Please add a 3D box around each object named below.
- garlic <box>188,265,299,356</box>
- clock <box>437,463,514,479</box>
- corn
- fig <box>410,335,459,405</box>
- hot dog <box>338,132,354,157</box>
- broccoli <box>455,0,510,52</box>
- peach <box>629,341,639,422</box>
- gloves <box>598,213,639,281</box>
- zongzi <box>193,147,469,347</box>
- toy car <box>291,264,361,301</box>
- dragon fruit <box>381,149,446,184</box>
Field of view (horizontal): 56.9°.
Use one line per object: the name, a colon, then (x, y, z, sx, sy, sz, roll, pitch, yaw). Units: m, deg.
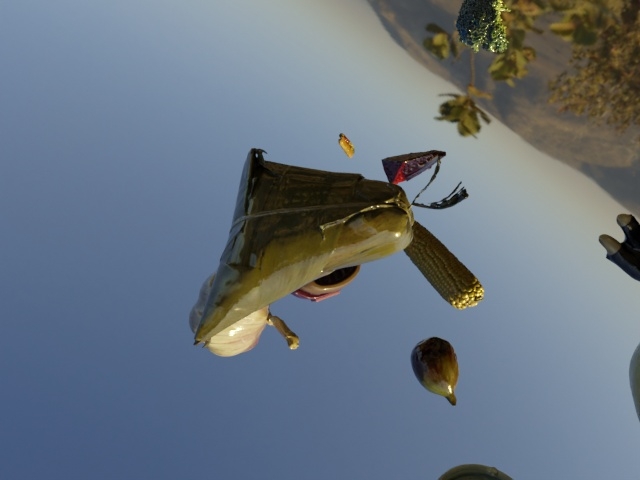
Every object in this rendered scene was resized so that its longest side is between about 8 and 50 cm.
garlic: (-0.153, 0.170, 1.344, 0.253, 0.244, 0.245, 25, -164, 15)
clock: (0.357, 0.612, 1.311, 0.237, 0.053, 0.236, 1, -145, -1)
corn: (0.303, 0.066, 1.511, 0.102, 0.101, 0.310, 13, -152, -49)
fig: (0.261, 0.288, 1.299, 0.109, 0.103, 0.154, -20, -106, -36)
hot dog: (0.068, -0.239, 1.495, 0.083, 0.021, 0.037, 41, -130, -54)
broccoli: (0.455, -0.593, 1.628, 0.167, 0.154, 0.160, 28, -157, 34)
peach: (0.754, 0.276, 1.118, 0.281, 0.314, 0.315, -35, -72, -47)
gloves: (0.670, 0.031, 1.086, 0.301, 0.152, 0.197, 22, -131, 2)
zongzi: (0.018, 0.038, 1.076, 0.448, 0.417, 0.181, 9, 156, 19)
toy car: (0.000, 0.000, 1.665, 0.271, 0.240, 0.340, -19, -86, -27)
dragon fruit: (0.215, -0.165, 1.329, 0.131, 0.063, 0.097, -15, -165, -15)
